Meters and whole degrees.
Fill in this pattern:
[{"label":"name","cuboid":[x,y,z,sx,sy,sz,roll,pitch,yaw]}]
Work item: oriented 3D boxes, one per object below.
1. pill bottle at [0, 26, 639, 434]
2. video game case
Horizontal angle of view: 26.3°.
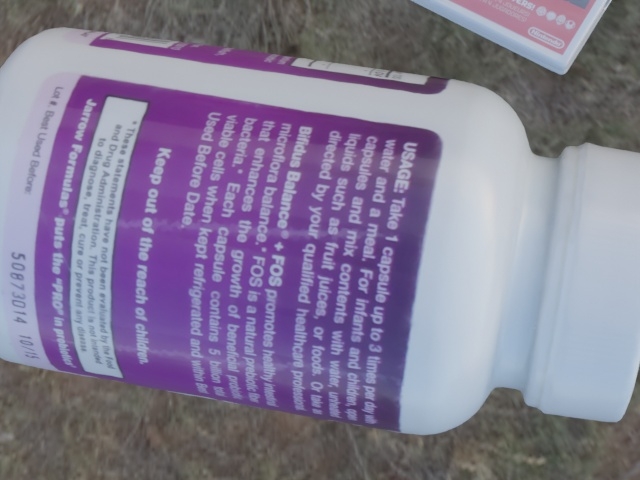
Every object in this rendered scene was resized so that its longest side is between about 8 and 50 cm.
[{"label":"pill bottle","cuboid":[0.000,0.000,0.650,0.302,0.169,0.169,9,112,8]},{"label":"video game case","cuboid":[0.213,-0.317,1.305,0.204,0.025,0.285,29,77,16]}]
